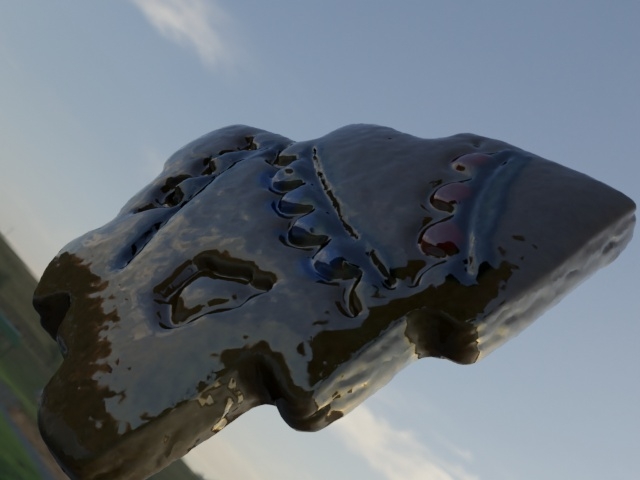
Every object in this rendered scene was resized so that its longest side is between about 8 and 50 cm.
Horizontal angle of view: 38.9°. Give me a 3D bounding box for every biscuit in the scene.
[{"bbox_3d":[0.000,-0.001,0.456,0.278,0.302,0.043,-84,161,-56],"label":"biscuit"}]
